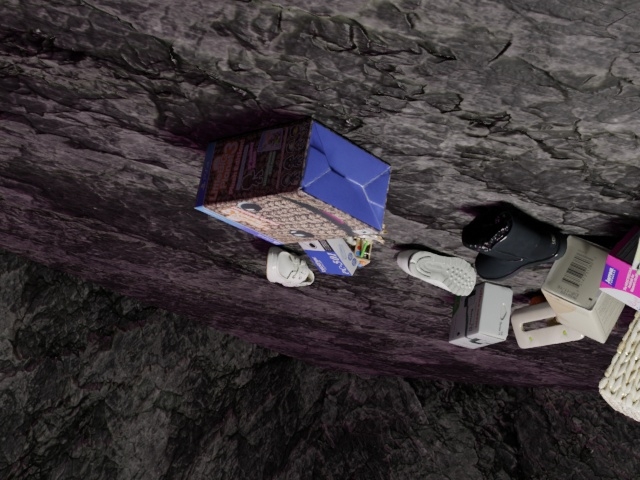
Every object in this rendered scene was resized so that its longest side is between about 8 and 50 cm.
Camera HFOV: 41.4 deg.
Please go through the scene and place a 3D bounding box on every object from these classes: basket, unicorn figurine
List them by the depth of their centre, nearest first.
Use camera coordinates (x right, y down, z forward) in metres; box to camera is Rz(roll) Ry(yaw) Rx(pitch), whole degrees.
[{"bbox_3d":[0.097,-0.022,1.975,0.111,0.060,0.162,16,151,14],"label":"unicorn figurine"},{"bbox_3d":[0.894,0.322,2.096,0.266,0.328,0.331,26,176,32],"label":"basket"}]

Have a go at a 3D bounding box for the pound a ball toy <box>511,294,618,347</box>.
[{"bbox_3d":[0.666,0.197,2.291,0.208,0.135,0.319,-11,173,-24],"label":"pound a ball toy"}]

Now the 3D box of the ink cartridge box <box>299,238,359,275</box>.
[{"bbox_3d":[0.000,0.000,1.982,0.097,0.046,0.207,4,144,38],"label":"ink cartridge box"}]

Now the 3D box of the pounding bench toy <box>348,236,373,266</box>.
[{"bbox_3d":[0.100,0.026,2.104,0.052,0.065,0.083,14,163,-13],"label":"pounding bench toy"}]

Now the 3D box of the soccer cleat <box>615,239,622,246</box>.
[{"bbox_3d":[0.643,0.011,1.772,0.029,0.035,0.083,13,164,-8],"label":"soccer cleat"}]

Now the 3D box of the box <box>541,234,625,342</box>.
[{"bbox_3d":[0.606,0.116,1.917,0.121,0.148,0.311,26,172,29],"label":"box"}]

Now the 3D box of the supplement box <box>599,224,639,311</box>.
[{"bbox_3d":[0.679,0.083,1.660,0.220,0.114,0.111,33,147,32],"label":"supplement box"}]

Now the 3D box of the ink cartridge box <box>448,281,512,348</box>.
[{"bbox_3d":[0.447,0.212,2.376,0.087,0.153,0.208,15,162,-12],"label":"ink cartridge box"}]

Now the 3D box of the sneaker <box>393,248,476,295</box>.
[{"bbox_3d":[0.296,0.074,2.150,0.235,0.090,0.095,24,172,-30],"label":"sneaker"}]

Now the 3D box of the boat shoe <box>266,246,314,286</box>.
[{"bbox_3d":[-0.078,0.076,2.343,0.096,0.098,0.277,5,172,15],"label":"boat shoe"}]

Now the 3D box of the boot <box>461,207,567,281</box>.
[{"bbox_3d":[0.373,0.009,1.820,0.207,0.094,0.246,17,156,-34],"label":"boot"}]

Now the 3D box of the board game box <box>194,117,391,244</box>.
[{"bbox_3d":[-0.053,-0.102,1.623,0.291,0.141,0.232,-6,157,44],"label":"board game box"}]

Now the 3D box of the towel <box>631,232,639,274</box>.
[{"bbox_3d":[0.721,0.021,1.410,0.375,0.090,0.320,18,152,25],"label":"towel"}]
